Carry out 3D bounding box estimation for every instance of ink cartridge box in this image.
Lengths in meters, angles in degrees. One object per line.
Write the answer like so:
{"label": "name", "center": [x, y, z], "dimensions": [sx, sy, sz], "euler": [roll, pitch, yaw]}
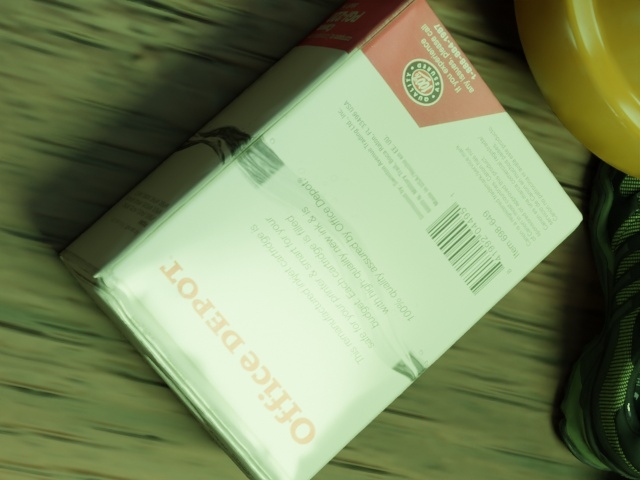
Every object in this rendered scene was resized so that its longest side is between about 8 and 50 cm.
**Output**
{"label": "ink cartridge box", "center": [0.000, 0.000, 0.919], "dimensions": [0.218, 0.092, 0.158], "euler": [-43, 110, -12]}

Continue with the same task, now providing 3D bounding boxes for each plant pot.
{"label": "plant pot", "center": [0.228, -0.134, 0.875], "dimensions": [0.205, 0.188, 0.205], "euler": [1, 88, -21]}

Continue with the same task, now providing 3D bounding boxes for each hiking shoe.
{"label": "hiking shoe", "center": [0.203, 0.028, 0.989], "dimensions": [0.086, 0.114, 0.227], "euler": [5, 96, -22]}
